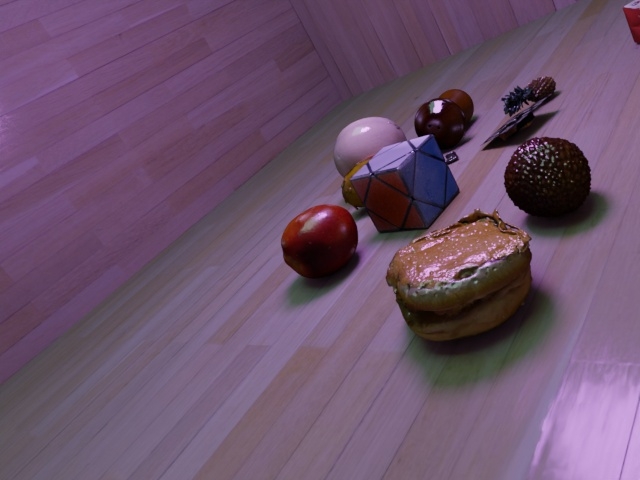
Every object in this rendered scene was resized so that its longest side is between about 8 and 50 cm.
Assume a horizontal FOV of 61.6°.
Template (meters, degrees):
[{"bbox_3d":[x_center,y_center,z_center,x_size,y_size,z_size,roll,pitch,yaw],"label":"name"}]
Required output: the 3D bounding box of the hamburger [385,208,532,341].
[{"bbox_3d":[0.281,0.068,1.067,0.318,0.158,0.319,-28,19,11],"label":"hamburger"}]

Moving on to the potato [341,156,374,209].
[{"bbox_3d":[0.209,-0.209,1.822,0.300,0.173,0.140,-25,46,25],"label":"potato"}]

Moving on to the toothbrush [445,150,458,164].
[{"bbox_3d":[0.343,-0.232,1.884,0.297,0.031,0.030,-27,-6,17],"label":"toothbrush"}]

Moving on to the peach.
[{"bbox_3d":[0.000,0.000,1.583,0.243,0.200,0.243,-32,7,4],"label":"peach"}]

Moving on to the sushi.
[{"bbox_3d":[0.645,-0.376,1.761,0.210,0.040,0.192,-40,4,-24],"label":"sushi"}]

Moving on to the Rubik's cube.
[{"bbox_3d":[0.252,-0.167,1.601,0.205,0.205,0.207,-44,22,-31],"label":"Rubik's cube"}]

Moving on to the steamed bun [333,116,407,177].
[{"bbox_3d":[0.189,-0.302,1.963,0.283,0.283,0.177,-24,55,20],"label":"steamed bun"}]

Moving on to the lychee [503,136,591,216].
[{"bbox_3d":[0.511,-0.139,1.207,0.194,0.194,0.194,-28,20,11],"label":"lychee"}]

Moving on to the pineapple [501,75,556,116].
[{"bbox_3d":[0.729,-0.507,1.864,0.221,0.083,0.103,-25,-15,-17],"label":"pineapple"}]

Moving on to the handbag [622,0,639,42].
[{"bbox_3d":[1.148,-0.725,1.728,0.171,0.151,0.298,-33,26,9],"label":"handbag"}]

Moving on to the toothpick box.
[{"bbox_3d":[0.474,-0.465,2.026,0.192,0.192,0.294,-16,19,36],"label":"toothpick box"}]
